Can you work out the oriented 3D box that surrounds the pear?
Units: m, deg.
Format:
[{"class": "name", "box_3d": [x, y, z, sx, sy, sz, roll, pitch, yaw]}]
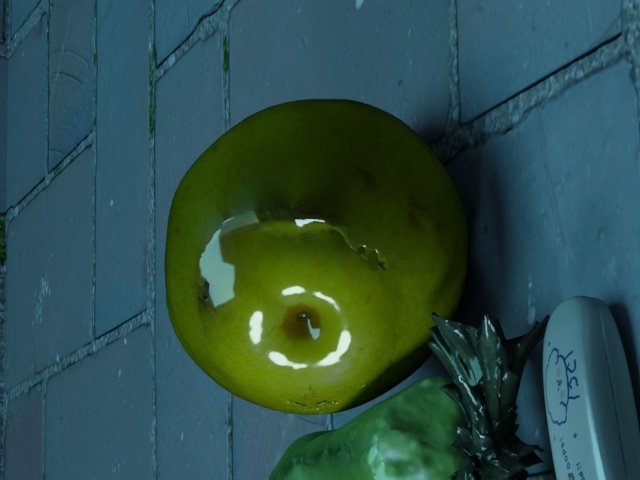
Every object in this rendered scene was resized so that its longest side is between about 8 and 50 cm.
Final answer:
[{"class": "pear", "box_3d": [-0.012, 0.005, 1.753, 0.336, 0.285, 0.285, -138, 54, -69]}]

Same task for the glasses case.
[{"class": "glasses case", "box_3d": [0.202, 0.137, 1.465, 0.076, 0.049, 0.197, 131, 138, -59]}]

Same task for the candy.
[{"class": "candy", "box_3d": [0.054, 0.217, 1.763, 0.142, 0.132, 0.343, 49, 157, -3]}]

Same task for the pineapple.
[{"class": "pineapple", "box_3d": [0.140, 0.188, 1.550, 0.130, 0.119, 0.277, 33, -128, -64]}]
